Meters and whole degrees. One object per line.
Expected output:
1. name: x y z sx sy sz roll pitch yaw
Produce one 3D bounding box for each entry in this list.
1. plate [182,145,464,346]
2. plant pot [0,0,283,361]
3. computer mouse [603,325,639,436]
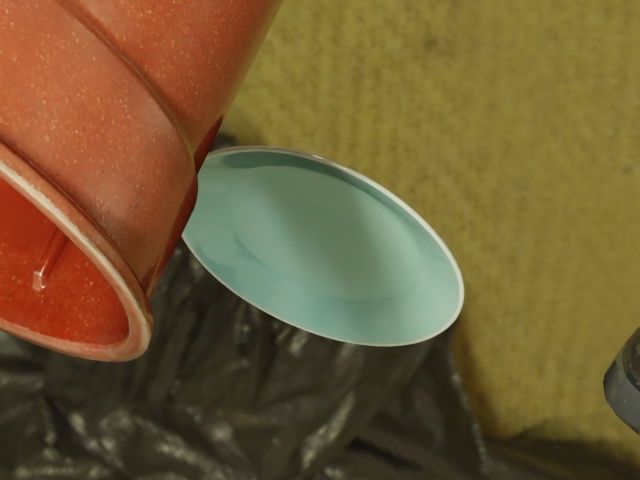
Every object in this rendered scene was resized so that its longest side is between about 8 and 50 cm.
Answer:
1. plate: 0.000 0.000 0.940 0.188 0.024 0.188 17 146 12
2. plant pot: -0.125 -0.131 0.667 0.272 0.265 0.272 26 159 11
3. computer mouse: 0.231 0.061 0.484 0.262 0.184 0.060 -12 112 -1
